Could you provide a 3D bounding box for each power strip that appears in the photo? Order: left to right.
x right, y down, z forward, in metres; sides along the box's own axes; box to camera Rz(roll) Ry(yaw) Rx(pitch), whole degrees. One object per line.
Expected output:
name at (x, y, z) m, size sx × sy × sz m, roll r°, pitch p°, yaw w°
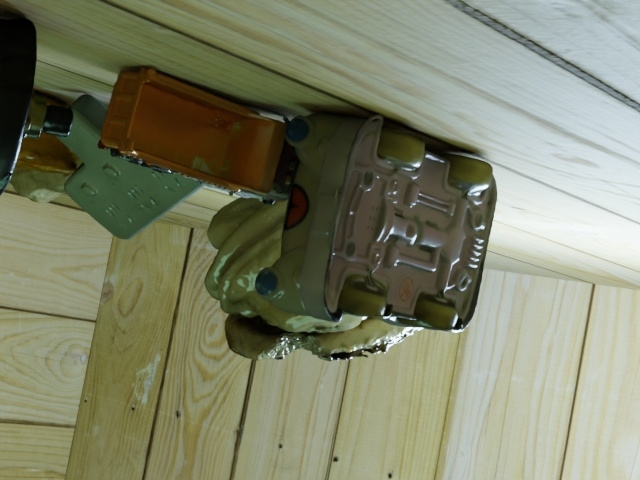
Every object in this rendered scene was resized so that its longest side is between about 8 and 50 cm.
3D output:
power strip at (-0.270, -0.111, 1.842) m, size 0.194 × 0.059 × 0.265 m, roll 42°, pitch 143°, yaw -13°

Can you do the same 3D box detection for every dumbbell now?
dumbbell at (-0.430, -0.157, 1.317) m, size 0.388 × 0.185 × 0.185 m, roll 12°, pitch 176°, yaw -22°

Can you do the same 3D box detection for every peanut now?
peanut at (-0.472, -0.125, 2.412) m, size 0.124 × 0.123 × 0.257 m, roll 14°, pitch 178°, yaw -39°

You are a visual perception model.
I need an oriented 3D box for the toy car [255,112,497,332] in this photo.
toy car at (0.051, -0.019, 1.686) m, size 0.226 × 0.242 × 0.336 m, roll 11°, pitch 179°, yaw 39°

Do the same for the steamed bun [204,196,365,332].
steamed bun at (-0.005, 0.002, 2.172) m, size 0.372 × 0.230 × 0.325 m, roll -1°, pitch -160°, yaw 39°

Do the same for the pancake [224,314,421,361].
pancake at (0.020, 0.115, 2.278) m, size 0.382 × 0.071 × 0.382 m, roll -10°, pitch -163°, yaw 3°

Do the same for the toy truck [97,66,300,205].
toy truck at (-0.139, -0.122, 1.623) m, size 0.270 × 0.114 × 0.135 m, roll 17°, pitch 177°, yaw -44°

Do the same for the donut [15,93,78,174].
donut at (-0.490, -0.166, 1.948) m, size 0.303 × 0.110 × 0.303 m, roll 8°, pitch 177°, yaw 0°
